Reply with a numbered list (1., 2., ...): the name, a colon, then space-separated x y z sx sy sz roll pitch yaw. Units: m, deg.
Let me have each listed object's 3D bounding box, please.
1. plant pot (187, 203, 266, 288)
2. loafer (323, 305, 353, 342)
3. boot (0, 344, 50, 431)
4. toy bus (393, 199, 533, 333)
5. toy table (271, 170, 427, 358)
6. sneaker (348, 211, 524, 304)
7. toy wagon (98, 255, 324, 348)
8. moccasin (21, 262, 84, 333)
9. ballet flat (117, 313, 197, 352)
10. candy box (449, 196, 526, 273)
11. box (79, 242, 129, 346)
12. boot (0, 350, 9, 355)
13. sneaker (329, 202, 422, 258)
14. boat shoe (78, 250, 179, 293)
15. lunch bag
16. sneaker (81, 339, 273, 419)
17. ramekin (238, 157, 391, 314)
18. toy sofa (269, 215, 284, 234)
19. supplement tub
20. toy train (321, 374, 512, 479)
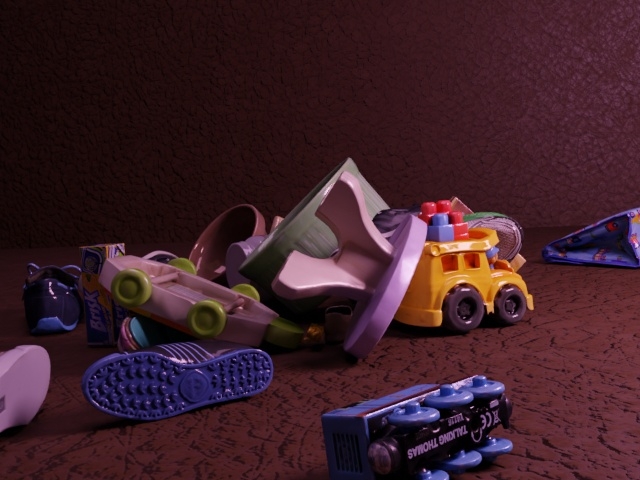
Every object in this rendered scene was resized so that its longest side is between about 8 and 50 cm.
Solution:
1. plant pot: -0.207 0.036 1.986 0.237 0.237 0.110 2 -33 50
2. loafer: 0.036 0.130 1.332 0.056 0.050 0.148 -3 5 6
3. boot: -0.395 0.170 0.877 0.124 0.095 0.258 4 6 5
4. toy bus: 0.232 0.037 1.357 0.220 0.211 0.149 -4 3 -26
5. toy table: 0.043 0.029 1.206 0.161 0.252 0.274 31 30 -3
6. sneaker: 0.210 0.051 1.483 0.344 0.134 0.146 -23 3 3
7. toy wagon: -0.165 0.104 1.264 0.345 0.068 0.267 22 5 5
8. moccasin: -0.530 0.104 1.645 0.138 0.116 0.342 -5 5 -22
9. ballet flat: -0.262 0.150 1.256 0.079 0.076 0.221 -21 -5 17
10. candy box: 0.293 0.014 1.594 0.109 0.187 0.053 -47 2 5
11. box: -0.361 0.091 1.371 0.054 0.168 0.059 -3 4 18
12. boot: -0.436 0.184 1.115 0.087 0.042 0.118 6 13 39
13. sneaker: 0.108 -0.001 1.412 0.235 0.084 0.097 -20 37 -21
14. boat shoe: -0.359 0.093 1.722 0.113 0.127 0.340 27 3 21
15. lunch bag: 0.721 0.001 2.060 0.221 0.138 0.293 -10 -1 -37
16. sneaker: -0.176 0.162 0.973 0.232 0.081 0.090 2 -1 -32
17. ramekin: 0.000 0.000 1.554 0.303 0.148 0.303 -45 5 5
18. toy sofa: 0.023 0.048 1.943 0.150 0.177 0.363 24 -14 -38
19. supplement tub: -0.089 0.056 1.752 0.200 0.144 0.144 -7 6 -30
20. toy train: 0.091 0.166 0.718 0.105 0.080 0.184 -7 1 45
